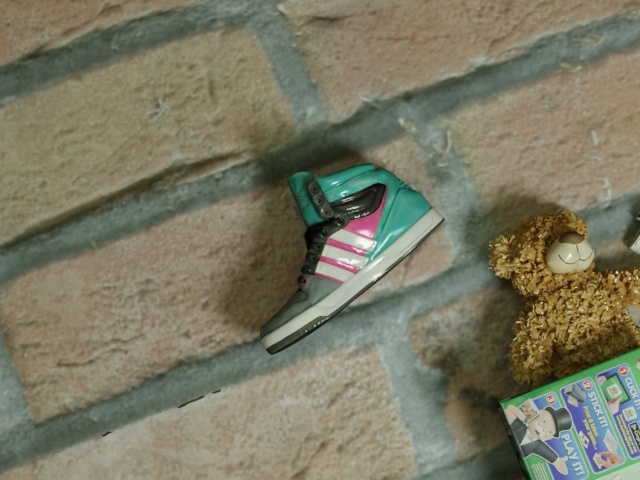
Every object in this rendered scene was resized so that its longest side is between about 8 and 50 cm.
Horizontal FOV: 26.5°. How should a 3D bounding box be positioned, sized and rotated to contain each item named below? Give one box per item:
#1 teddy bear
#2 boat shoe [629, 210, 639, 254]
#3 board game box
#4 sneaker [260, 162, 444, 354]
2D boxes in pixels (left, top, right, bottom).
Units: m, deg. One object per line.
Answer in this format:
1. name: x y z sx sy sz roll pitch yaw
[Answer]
1. teddy bear: 0.350 0.116 1.768 0.245 0.113 0.338 -5 80 -1
2. boat shoe: 0.443 -0.028 1.830 0.035 0.035 0.100 23 88 3
3. board game box: 0.375 0.309 1.669 0.213 0.046 0.317 -20 80 -4
4. sneaker: 0.000 0.000 1.790 0.295 0.124 0.178 -39 86 -13
